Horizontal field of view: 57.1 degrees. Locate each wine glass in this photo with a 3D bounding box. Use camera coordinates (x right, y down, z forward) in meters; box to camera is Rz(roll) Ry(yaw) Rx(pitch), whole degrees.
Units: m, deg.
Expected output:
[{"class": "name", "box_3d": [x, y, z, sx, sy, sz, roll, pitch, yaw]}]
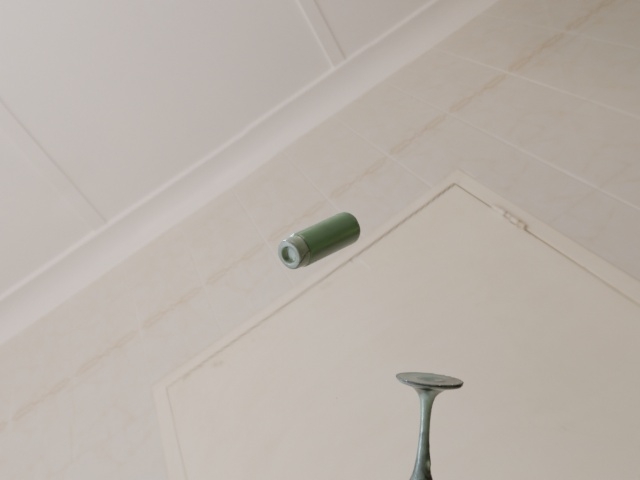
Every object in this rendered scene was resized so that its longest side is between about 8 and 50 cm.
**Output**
[{"class": "wine glass", "box_3d": [0.081, 0.345, 0.793, 0.264, 0.096, 0.309, 7, -93, -39]}]

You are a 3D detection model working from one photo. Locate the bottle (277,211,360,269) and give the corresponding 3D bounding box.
[{"class": "bottle", "box_3d": [0.000, 0.000, 0.501, 0.083, 0.030, 0.030, -25, -50, -47]}]
